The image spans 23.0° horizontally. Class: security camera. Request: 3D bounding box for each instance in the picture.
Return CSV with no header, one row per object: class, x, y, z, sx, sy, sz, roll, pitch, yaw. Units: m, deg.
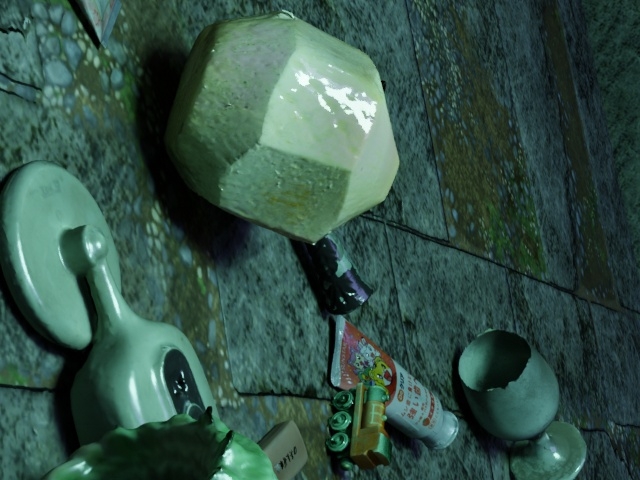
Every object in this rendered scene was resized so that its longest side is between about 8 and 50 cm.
security camera,-0.163,0.073,1.259,0.302,0.080,0.157,69,23,-9

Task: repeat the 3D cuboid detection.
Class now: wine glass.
wine glass,0.274,0.231,2.141,0.241,0.126,0.126,57,29,-42

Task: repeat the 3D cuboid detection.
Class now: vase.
vase,0.000,0.000,1.709,0.167,0.059,0.059,64,25,-26

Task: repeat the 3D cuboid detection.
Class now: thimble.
thimble,-0.118,0.229,1.100,0.150,0.219,0.219,64,25,-23

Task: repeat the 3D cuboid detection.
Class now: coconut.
coconut,-0.031,-0.108,1.508,0.237,0.236,0.197,23,87,-63

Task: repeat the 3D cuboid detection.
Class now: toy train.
toy train,0.045,0.198,1.687,0.044,0.064,0.103,54,31,-40

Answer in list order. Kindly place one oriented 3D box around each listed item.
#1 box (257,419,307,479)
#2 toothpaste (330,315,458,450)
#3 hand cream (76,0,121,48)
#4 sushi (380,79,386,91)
box,-0.043,0.213,1.519,0.115,0.025,0.048,-36,111,-67
toothpaste,0.077,0.172,1.809,0.234,0.057,0.089,40,44,-41
hand cream,-0.224,-0.266,1.367,0.067,0.043,0.210,-82,154,-44
sushi,0.028,-0.129,1.802,0.084,0.098,0.094,-39,117,-63
